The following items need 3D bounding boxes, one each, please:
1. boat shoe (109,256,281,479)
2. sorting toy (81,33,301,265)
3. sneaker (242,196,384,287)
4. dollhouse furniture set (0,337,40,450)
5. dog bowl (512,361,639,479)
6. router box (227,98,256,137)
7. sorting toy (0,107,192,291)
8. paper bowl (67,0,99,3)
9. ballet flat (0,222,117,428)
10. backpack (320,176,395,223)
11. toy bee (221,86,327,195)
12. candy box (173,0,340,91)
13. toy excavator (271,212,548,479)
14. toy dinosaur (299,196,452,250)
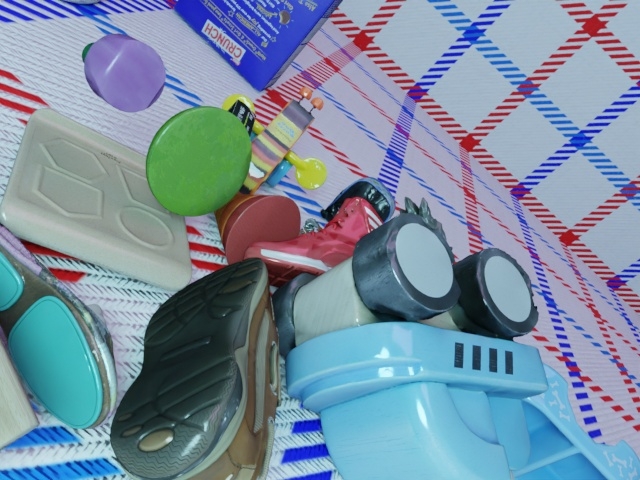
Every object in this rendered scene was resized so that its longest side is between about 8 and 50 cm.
[{"bbox_3d":[-0.095,0.124,0.512,0.324,0.123,0.120,-87,155,-68],"label":"boat shoe"},{"bbox_3d":[-0.155,-0.096,0.654,0.126,0.127,0.365,35,-13,39],"label":"sorting toy"},{"bbox_3d":[0.000,0.000,0.745,0.221,0.087,0.128,13,64,-31],"label":"sneaker"},{"bbox_3d":[-0.268,0.079,0.272,0.123,0.144,0.151,54,-9,17],"label":"dollhouse furniture set"},{"bbox_3d":[0.335,0.307,0.811,0.297,0.166,0.074,46,37,2],"label":"dog bowl"},{"bbox_3d":[-0.147,-0.133,0.779,0.038,0.122,0.092,39,26,-22],"label":"router box"},{"bbox_3d":[-0.238,-0.044,0.606,0.193,0.038,0.208,26,29,-33],"label":"sorting toy"},{"bbox_3d":[-0.458,-0.540,0.895,0.284,0.148,0.284,36,26,-21],"label":"paper bowl"},{"bbox_3d":[-0.233,0.054,0.454,0.221,0.077,0.079,46,6,4],"label":"ballet flat"},{"bbox_3d":[0.079,-0.058,1.009,0.105,0.114,0.084,47,26,6],"label":"backpack"},{"bbox_3d":[-0.074,-0.184,0.920,0.195,0.162,0.298,28,31,-27],"label":"toy bee"},{"bbox_3d":[-0.118,-0.534,1.184,0.268,0.317,0.122,44,24,-5],"label":"candy box"},{"bbox_3d":[0.161,0.248,0.615,0.433,0.222,0.445,17,57,-35],"label":"toy excavator"},{"bbox_3d":[0.105,0.069,0.871,0.322,0.164,0.218,50,47,-21],"label":"toy dinosaur"}]
